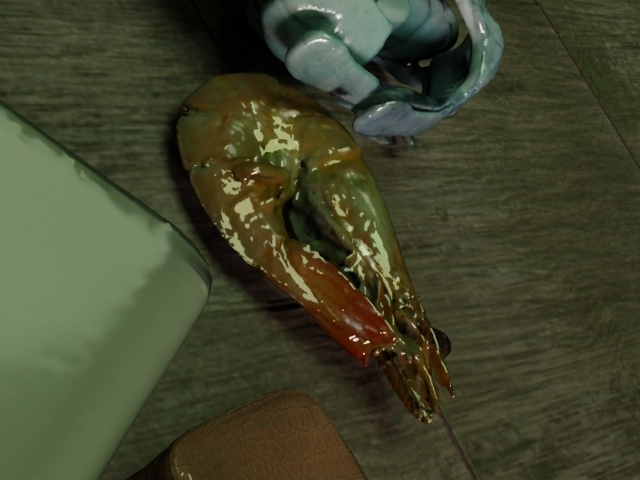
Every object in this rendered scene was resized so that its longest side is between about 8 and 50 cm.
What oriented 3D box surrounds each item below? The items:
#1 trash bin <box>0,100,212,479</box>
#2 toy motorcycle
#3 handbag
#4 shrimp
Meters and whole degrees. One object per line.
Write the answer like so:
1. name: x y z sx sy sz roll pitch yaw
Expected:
1. trash bin: -0.213 0.095 0.448 0.223 0.158 0.343 38 58 -19
2. toy motorcycle: 0.025 -0.166 1.102 0.260 0.154 0.206 -4 65 -61
3. handbag: -0.018 0.177 0.784 0.151 0.072 0.193 -8 65 -52
4. shrimp: 0.000 0.001 0.989 0.145 0.061 0.267 -14 70 -50
